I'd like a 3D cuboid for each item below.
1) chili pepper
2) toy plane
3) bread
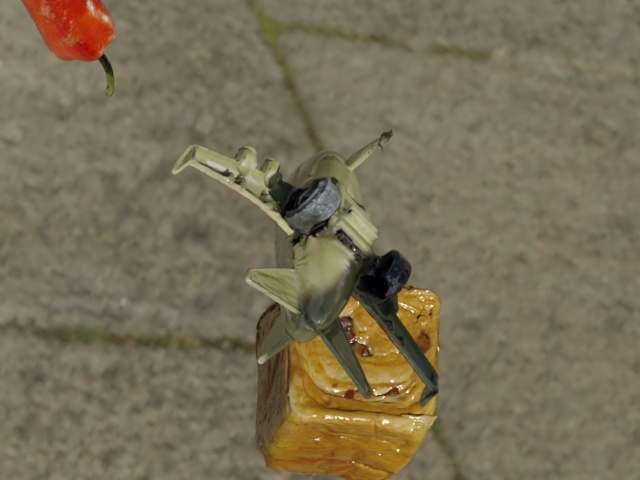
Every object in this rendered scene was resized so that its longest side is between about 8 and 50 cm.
[{"bbox_3d":[-0.233,-0.227,1.651,0.063,0.272,0.071,6,51,24],"label":"chili pepper"},{"bbox_3d":[0.000,0.000,1.275,0.242,0.104,0.256,43,31,-19],"label":"toy plane"},{"bbox_3d":[0.019,0.123,1.669,0.149,0.143,0.158,12,65,-9],"label":"bread"}]
